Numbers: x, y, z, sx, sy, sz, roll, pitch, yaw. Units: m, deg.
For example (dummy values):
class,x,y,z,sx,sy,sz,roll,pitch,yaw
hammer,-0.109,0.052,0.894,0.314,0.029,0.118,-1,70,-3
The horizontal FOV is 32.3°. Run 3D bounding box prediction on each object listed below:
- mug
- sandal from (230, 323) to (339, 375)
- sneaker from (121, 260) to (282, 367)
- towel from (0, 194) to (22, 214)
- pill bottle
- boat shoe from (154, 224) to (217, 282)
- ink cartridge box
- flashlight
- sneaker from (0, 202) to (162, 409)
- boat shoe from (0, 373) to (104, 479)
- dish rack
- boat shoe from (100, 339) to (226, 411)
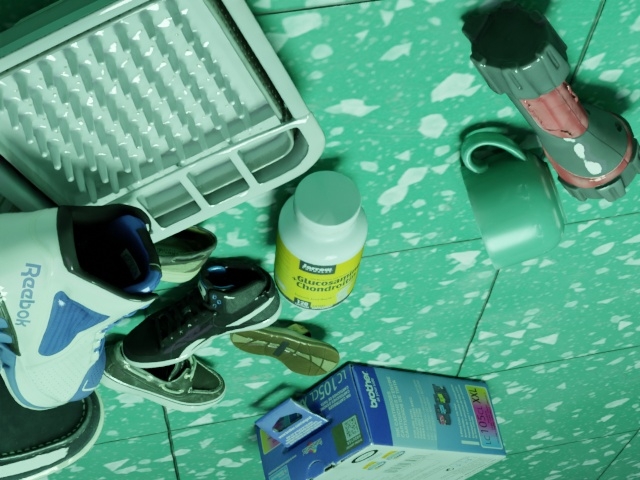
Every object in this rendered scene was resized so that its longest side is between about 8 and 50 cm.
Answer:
class,x,y,z,sx,sy,sz,roll,pitch,yaw
mug,0.225,-0.046,1.277,0.097,0.129,0.158,-19,154,10
sandal,-0.047,0.144,1.590,0.180,0.049,0.072,22,131,-26
sneaker,-0.162,0.082,1.404,0.217,0.079,0.121,-21,148,-4
towel,-0.291,-0.075,1.052,0.023,0.113,0.152,23,166,26
pill bottle,0.000,0.000,1.291,0.103,0.103,0.184,-8,151,-10
boat shoe,-0.212,-0.003,1.229,0.223,0.080,0.073,10,138,-45
ink cartridge box,0.080,0.339,1.872,0.395,0.151,0.270,12,142,-40
flashlight,0.255,-0.137,1.160,0.103,0.103,0.304,-24,150,19
sneaker,-0.232,0.061,1.077,0.182,0.127,0.315,-11,151,2
boat shoe,-0.499,0.202,1.356,0.500,0.187,0.156,11,149,-28
dish rack,-0.168,-0.119,1.016,0.285,0.072,0.333,-24,151,6
boat shoe,-0.211,0.188,1.557,0.219,0.078,0.070,18,139,-41
